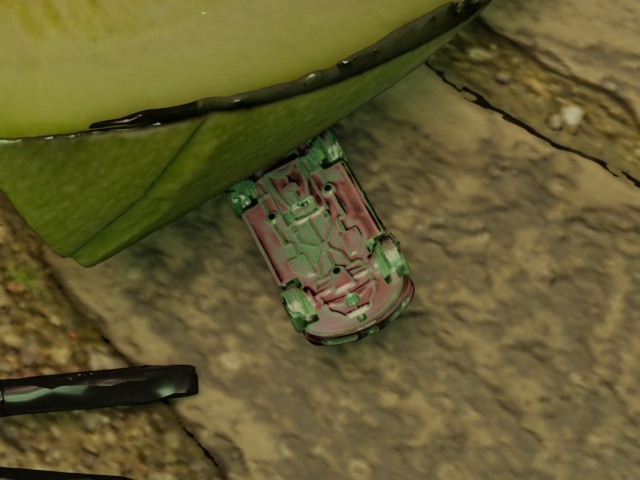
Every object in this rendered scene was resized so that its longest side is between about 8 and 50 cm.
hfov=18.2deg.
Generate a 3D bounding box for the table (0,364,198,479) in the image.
[{"bbox_3d":[-0.188,0.138,0.966,0.249,0.317,0.317,4,70,-3],"label":"table"}]

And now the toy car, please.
[{"bbox_3d":[0.000,0.000,1.062,0.069,0.055,0.142,-27,54,-2],"label":"toy car"}]

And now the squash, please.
[{"bbox_3d":[-0.044,-0.150,1.040,0.309,0.210,0.233,-32,58,3],"label":"squash"}]
